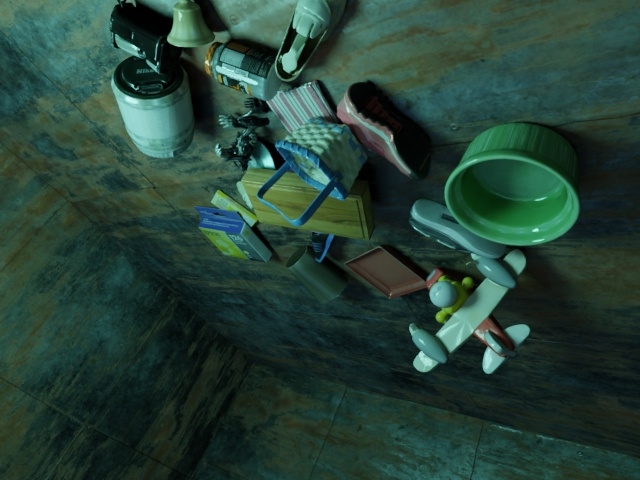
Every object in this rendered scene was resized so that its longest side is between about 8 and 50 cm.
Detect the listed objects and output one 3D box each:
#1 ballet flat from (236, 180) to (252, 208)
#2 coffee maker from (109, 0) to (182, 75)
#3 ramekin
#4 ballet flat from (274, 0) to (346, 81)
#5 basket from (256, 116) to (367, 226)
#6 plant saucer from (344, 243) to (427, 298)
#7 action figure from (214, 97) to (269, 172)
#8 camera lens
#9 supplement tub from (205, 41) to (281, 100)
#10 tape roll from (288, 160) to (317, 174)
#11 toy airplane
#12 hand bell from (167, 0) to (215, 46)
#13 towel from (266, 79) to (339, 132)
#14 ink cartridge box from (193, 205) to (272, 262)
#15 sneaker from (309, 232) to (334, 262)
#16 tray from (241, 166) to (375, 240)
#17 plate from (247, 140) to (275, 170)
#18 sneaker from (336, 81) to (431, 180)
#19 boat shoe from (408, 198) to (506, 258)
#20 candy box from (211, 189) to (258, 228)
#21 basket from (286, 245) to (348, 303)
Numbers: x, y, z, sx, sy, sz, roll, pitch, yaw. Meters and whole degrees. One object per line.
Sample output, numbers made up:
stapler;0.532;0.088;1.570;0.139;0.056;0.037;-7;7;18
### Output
ballet flat;-0.229;-0.147;1.758;0.248;0.086;0.086;27;150;4
coffee maker;-0.487;-0.575;1.267;0.178;0.120;0.171;31;153;10
ramekin;0.475;-0.140;1.118;0.303;0.148;0.304;21;149;13
ballet flat;-0.031;-0.485;1.058;0.107;0.106;0.316;32;149;-5
basket;-0.028;-0.184;1.248;0.254;0.289;0.201;37;169;49
plant saucer;0.260;0.116;1.784;0.259;0.048;0.258;36;149;-14
action figure;-0.262;-0.328;1.441;0.140;0.164;0.275;7;152;-27
camera lens;-0.517;-0.426;1.438;0.219;0.220;0.274;25;150;7
supplement tub;-0.206;-0.462;1.229;0.190;0.117;0.117;23;149;11
tape roll;-0.034;-0.146;1.590;0.274;0.090;0.275;20;148;13
toy airplane;0.460;0.226;1.449;0.272;0.387;0.384;30;152;-28
hand bell;-0.343;-0.628;1.134;0.126;0.126;0.242;18;136;17
towel;-0.055;-0.381;1.316;0.196;0.029;0.144;1;142;40
ink cartridge box;-0.414;-0.024;2.086;0.303;0.072;0.307;9;150;39
sneaker;0.000;0.000;1.799;0.090;0.081;0.232;29;143;5
tray;-0.039;-0.118;1.469;0.410;0.076;0.203;9;143;22
plate;-0.211;-0.247;1.555;0.188;0.024;0.188;36;138;40
sneaker;0.170;-0.282;1.225;0.314;0.116;0.136;44;157;-12
boat shoe;0.411;-0.020;1.396;0.301;0.108;0.102;25;150;11
candy box;-0.367;-0.131;1.949;0.205;0.027;0.105;36;153;-12
basket;-0.024;0.142;1.963;0.227;0.154;0.204;44;147;-18
